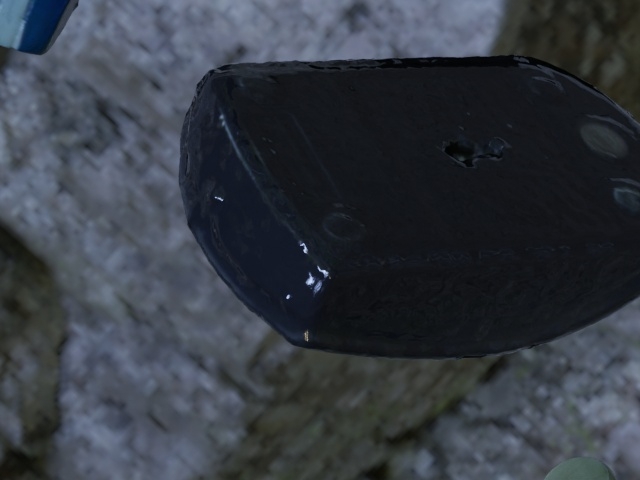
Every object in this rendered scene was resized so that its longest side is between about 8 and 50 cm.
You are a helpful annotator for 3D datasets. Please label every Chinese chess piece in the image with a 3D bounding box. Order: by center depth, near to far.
[{"bbox_3d":[0.268,0.264,1.695,0.034,0.084,0.084,59,179,-34],"label":"Chinese chess piece"}]

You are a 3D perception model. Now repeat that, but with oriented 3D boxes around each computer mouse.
[{"bbox_3d":[0.058,-0.013,0.844,0.269,0.100,0.170,-3,-137,-30],"label":"computer mouse"}]

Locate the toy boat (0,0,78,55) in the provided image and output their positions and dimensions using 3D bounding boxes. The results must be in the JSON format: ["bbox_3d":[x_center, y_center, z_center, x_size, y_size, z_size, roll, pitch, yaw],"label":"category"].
[{"bbox_3d":[-0.154,-0.256,1.120,0.061,0.299,0.096,29,-148,-6],"label":"toy boat"}]
